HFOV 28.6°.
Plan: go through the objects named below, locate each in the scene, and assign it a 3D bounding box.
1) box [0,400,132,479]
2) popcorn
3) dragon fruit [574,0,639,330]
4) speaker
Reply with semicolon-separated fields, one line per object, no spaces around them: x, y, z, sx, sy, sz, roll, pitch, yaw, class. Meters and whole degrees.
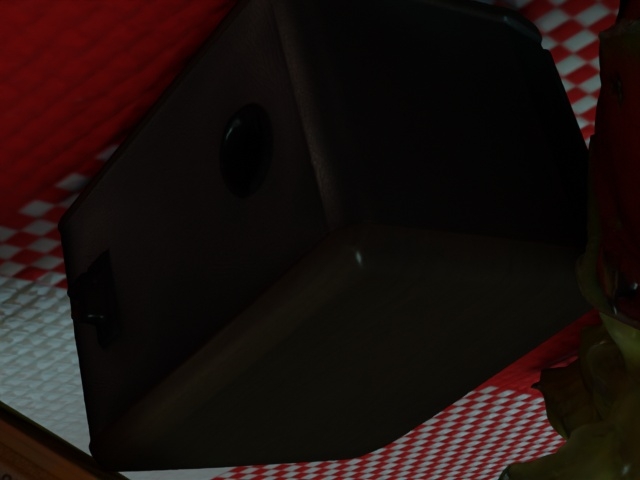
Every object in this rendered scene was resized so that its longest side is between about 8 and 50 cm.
-0.182;0.127;0.675;0.274;0.076;0.174;25;166;24;box
0.296;0.162;0.965;0.325;0.290;0.321;-25;158;-25;popcorn
0.208;-0.054;0.485;0.200;0.269;0.198;6;-160;12;dragon fruit
0.000;0.000;0.610;0.192;0.153;0.231;6;148;-36;speaker
